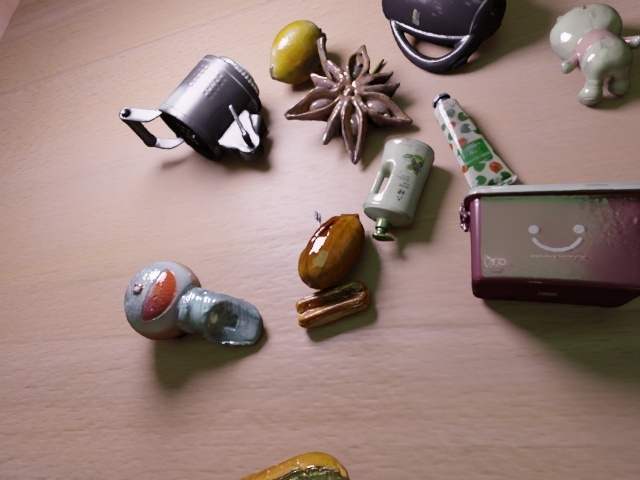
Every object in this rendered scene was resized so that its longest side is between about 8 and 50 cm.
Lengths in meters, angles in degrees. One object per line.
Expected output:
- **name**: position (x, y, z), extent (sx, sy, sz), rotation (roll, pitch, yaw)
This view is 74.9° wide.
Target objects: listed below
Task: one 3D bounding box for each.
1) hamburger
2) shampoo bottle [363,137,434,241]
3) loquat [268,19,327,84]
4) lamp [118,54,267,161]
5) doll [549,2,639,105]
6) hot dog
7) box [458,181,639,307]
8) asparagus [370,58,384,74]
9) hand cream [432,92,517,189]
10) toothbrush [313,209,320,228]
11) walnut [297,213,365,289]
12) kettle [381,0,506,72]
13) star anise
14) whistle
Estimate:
- **hamburger**: position (-0.070, 0.436, 0.708), extent (0.262, 0.131, 0.124), rotation (-19, 94, 5)
- **shampoo bottle**: position (0.164, -0.105, 0.916), extent (0.118, 0.087, 0.234), rotation (14, 71, 23)
- **loquat**: position (-0.067, -0.525, 1.179), extent (0.195, 0.152, 0.152), rotation (-36, 58, 5)
- **lamp**: position (-0.307, -0.373, 1.158), extent (0.374, 0.205, 0.272), rotation (15, 75, 9)
- **doll**: position (0.590, -0.430, 0.903), extent (0.155, 0.113, 0.275), rotation (-11, 62, 19)
- **hot dog**: position (0.027, 0.132, 0.873), extent (0.165, 0.045, 0.071), rotation (-21, 57, 10)
- **box**: position (0.391, 0.015, 0.718), extent (0.294, 0.193, 0.167), rotation (1, 74, 21)
- **asparagus**: position (0.126, -0.435, 1.141), extent (0.016, 0.013, 0.166), rotation (38, 80, -10)
- **hand cream**: position (0.327, -0.221, 0.935), extent (0.095, 0.059, 0.276), rotation (-25, 63, 10)
- **toothbrush**: position (0.000, 0.000, 0.968), extent (0.011, 0.014, 0.167), rotation (-25, 57, 27)
- **walnut**: position (0.027, 0.016, 0.891), extent (0.116, 0.116, 0.207), rotation (23, 65, 29)
- **kettle**: position (0.309, -0.575, 1.058), extent (0.290, 0.207, 0.268), rotation (44, 114, 23)
- **star anise**: position (0.073, -0.362, 1.063), extent (0.349, 0.109, 0.292), rotation (34, 73, 14)
- **whistle**: position (-0.294, 0.147, 0.926), extent (0.348, 0.189, 0.189), rotation (14, 70, 15)
